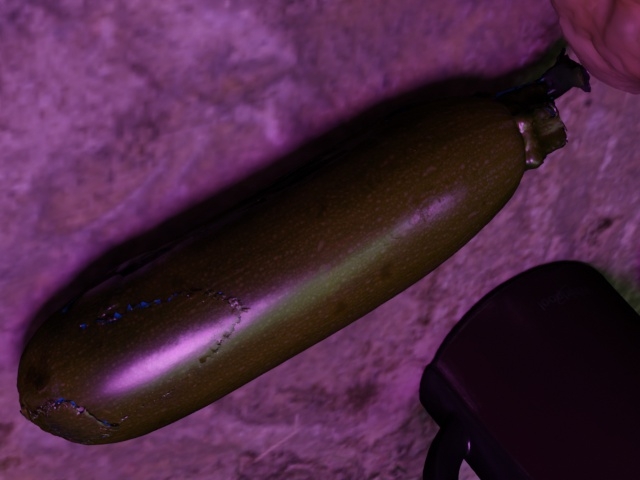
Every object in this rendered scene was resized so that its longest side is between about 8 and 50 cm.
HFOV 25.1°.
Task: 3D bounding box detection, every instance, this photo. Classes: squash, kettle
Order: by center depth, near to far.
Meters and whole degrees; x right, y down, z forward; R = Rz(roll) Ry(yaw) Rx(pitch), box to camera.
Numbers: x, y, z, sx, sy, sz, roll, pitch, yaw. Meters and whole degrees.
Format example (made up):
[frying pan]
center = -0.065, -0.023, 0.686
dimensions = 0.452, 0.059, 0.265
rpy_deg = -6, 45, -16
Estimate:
[squash]
center = 0.000, 0.002, 0.708
dimensions = 0.331, 0.087, 0.087
rpy_deg = -30, 140, -11
[kettle]
center = 0.162, 0.142, 0.842
dimensions = 0.202, 0.232, 0.144
rpy_deg = -12, 133, -27

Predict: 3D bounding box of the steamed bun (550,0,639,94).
[steamed bun]
center = 0.263, -0.082, 0.594
dimensions = 0.325, 0.372, 0.230
rpy_deg = -14, 115, -37
